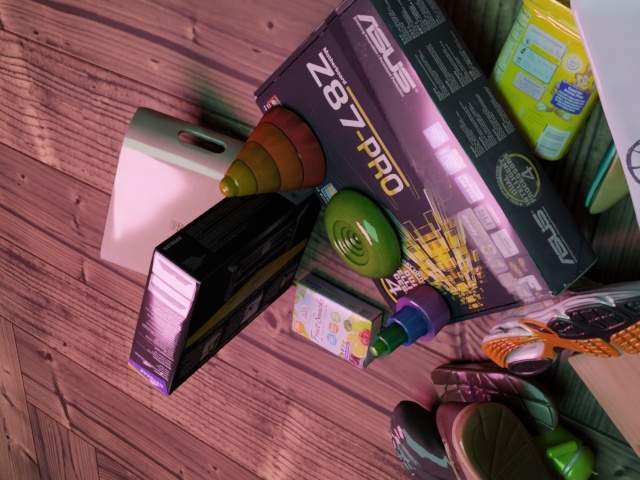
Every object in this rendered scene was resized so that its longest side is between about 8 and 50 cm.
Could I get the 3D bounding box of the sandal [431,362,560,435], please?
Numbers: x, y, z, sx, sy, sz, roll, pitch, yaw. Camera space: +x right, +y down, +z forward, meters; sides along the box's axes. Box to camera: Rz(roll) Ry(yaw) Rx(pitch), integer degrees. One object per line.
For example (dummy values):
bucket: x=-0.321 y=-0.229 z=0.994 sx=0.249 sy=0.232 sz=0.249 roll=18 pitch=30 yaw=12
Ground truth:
sandal: x=0.245 y=0.208 z=1.220 sx=0.219 sy=0.060 sz=0.090 roll=-1 pitch=109 yaw=56

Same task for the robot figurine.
robot figurine: x=0.319 y=0.287 z=1.191 sx=0.115 sy=0.067 sz=0.101 roll=35 pitch=156 yaw=19

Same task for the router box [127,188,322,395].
router box: x=-0.125 y=0.042 z=1.244 sx=0.081 sy=0.309 sz=0.243 roll=35 pitch=133 yaw=14

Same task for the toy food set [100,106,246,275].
toy food set: x=-0.215 y=-0.048 z=1.398 sx=0.219 sy=0.092 sz=0.306 roll=20 pitch=128 yaw=-1

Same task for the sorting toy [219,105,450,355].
sorting toy: x=0.000 y=0.000 z=1.104 sx=0.366 sy=0.126 sz=0.127 roll=50 pitch=152 yaw=11

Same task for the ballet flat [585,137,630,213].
ballet flat: x=0.343 y=-0.116 z=0.920 sx=0.073 sy=0.080 sz=0.232 roll=20 pitch=128 yaw=16

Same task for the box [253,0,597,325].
box: x=0.109 y=-0.088 z=1.073 sx=0.395 sy=0.097 sz=0.318 roll=58 pitch=150 yaw=-3

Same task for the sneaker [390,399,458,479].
sneaker: x=0.228 y=0.329 z=1.287 sx=0.286 sy=0.109 sz=0.130 roll=42 pitch=126 yaw=3

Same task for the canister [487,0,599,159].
canister: x=0.251 y=-0.186 z=0.955 sx=0.126 sy=0.073 sz=0.170 roll=38 pitch=135 yaw=18

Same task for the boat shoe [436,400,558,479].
boat shoe: x=0.258 y=0.358 z=1.180 sx=0.342 sy=0.123 sz=0.123 roll=57 pitch=158 yaw=-12

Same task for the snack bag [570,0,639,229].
snack bag: x=0.432 y=-0.130 z=0.811 sx=0.323 sy=0.037 sz=0.343 roll=-11 pitch=115 yaw=29

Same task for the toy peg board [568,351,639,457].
toy peg board: x=0.413 y=0.170 z=1.050 sx=0.161 sy=0.079 sz=0.160 roll=54 pitch=152 yaw=1

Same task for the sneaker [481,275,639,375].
sneaker: x=0.300 y=0.071 z=1.032 sx=0.099 sy=0.121 sz=0.262 roll=38 pitch=146 yaw=-21

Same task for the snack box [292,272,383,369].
snack box: x=0.024 y=0.125 z=1.363 sx=0.141 sy=0.037 sz=0.100 roll=27 pitch=129 yaw=25
